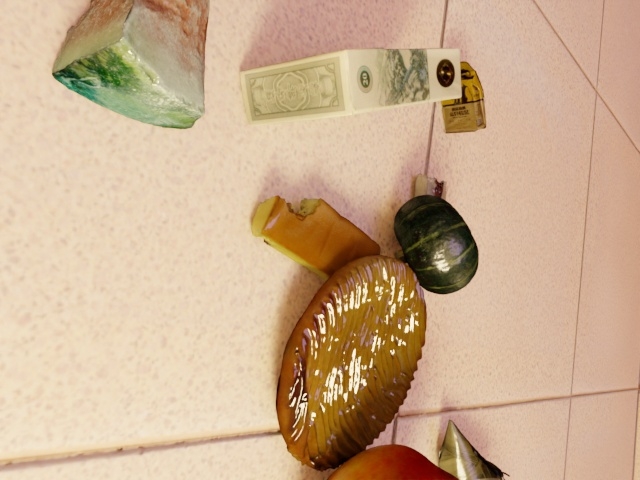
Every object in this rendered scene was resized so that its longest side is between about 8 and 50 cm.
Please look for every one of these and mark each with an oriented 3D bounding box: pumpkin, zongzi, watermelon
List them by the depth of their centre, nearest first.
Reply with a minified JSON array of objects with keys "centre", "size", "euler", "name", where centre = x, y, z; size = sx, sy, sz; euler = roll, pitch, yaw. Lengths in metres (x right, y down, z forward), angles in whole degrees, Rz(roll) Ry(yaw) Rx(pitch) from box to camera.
[{"centre":[-0.147,-0.239,0.542],"size":[0.154,0.095,0.240],"euler":[25,70,-54],"name":"watermelon"},{"centre":[0.184,0.010,0.873],"size":[0.125,0.167,0.167],"euler":[-37,123,-7],"name":"pumpkin"},{"centre":[0.298,0.427,1.070],"size":[0.205,0.094,0.204],"euler":[-3,85,-53],"name":"zongzi"}]

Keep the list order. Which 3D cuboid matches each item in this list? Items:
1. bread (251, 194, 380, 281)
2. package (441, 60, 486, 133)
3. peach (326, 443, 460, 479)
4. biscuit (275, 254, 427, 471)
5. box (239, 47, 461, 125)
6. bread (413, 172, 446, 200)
[{"centre":[0.000,0.000,0.734],"size":[0.226,0.049,0.087],"euler":[37,67,-43],"name":"bread"},{"centre":[0.262,-0.265,1.007],"size":[0.047,0.071,0.131],"euler":[-27,110,-39],"name":"package"},{"centre":[0.082,0.426,0.706],"size":[0.249,0.245,0.274],"euler":[40,47,4],"name":"peach"},{"centre":[0.059,0.175,0.776],"size":[0.318,0.040,0.317],"euler":[-21,119,-44],"name":"biscuit"},{"centre":[0.048,-0.200,0.694],"size":[0.257,0.164,0.069],"euler":[-22,110,-47],"name":"box"},{"centre":[0.196,-0.078,0.967],"size":[0.083,0.035,0.070],"euler":[11,84,-51],"name":"bread"}]
